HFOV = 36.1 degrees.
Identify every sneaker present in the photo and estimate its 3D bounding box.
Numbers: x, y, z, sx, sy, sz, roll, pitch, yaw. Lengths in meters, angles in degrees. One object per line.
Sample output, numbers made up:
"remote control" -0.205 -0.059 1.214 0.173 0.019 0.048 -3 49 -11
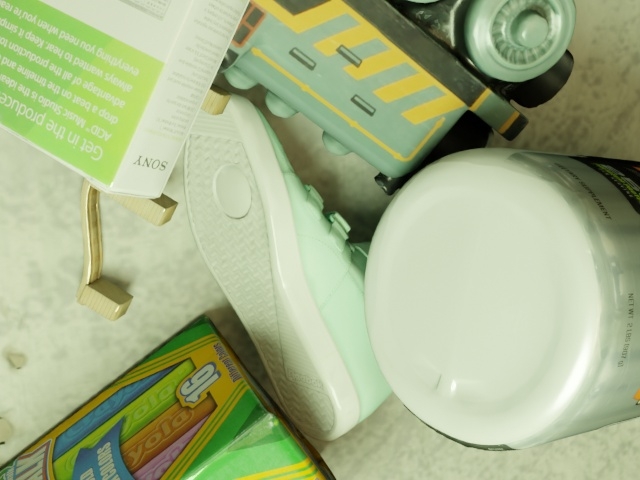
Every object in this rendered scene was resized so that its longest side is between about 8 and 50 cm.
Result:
"sneaker" 0.000 0.001 0.730 0.151 0.094 0.256 -28 100 -42

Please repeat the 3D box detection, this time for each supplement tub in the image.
"supplement tub" 0.199 0.036 0.712 0.316 0.193 0.194 -1 109 -45

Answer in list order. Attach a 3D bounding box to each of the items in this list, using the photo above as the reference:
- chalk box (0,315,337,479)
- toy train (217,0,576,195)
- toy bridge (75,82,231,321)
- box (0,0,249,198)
"chalk box" -0.127 0.230 0.690 0.289 0.179 0.180 -38 116 -6
"toy train" 0.019 -0.163 0.651 0.334 0.142 0.190 33 105 -29
"toy bridge" -0.130 -0.033 0.672 0.063 0.026 0.188 31 109 6
"box" -0.122 -0.215 0.534 0.322 0.232 0.058 -63 159 6
